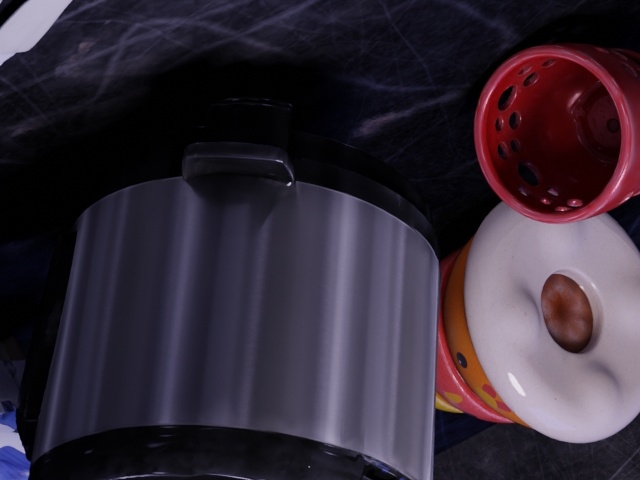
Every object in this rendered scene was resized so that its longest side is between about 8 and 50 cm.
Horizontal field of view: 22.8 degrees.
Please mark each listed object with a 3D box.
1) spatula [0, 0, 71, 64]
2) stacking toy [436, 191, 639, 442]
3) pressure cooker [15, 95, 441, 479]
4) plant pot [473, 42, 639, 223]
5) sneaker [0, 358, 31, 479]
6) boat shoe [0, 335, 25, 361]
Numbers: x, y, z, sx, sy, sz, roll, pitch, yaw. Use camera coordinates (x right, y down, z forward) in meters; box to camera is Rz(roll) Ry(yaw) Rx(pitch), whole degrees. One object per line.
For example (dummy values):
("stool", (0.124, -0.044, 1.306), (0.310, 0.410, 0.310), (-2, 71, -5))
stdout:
("spatula", (-0.303, -0.123, 1.182), (0.242, 0.019, 0.168), (-39, 164, 36))
("stacking toy", (0.219, 0.147, 2.288), (0.351, 0.350, 0.480), (-12, 173, -38))
("pressure cooker", (-0.067, 0.089, 1.485), (0.375, 0.420, 0.370), (25, 147, -34))
("plant pot", (0.289, -0.124, 1.718), (0.174, 0.191, 0.191), (-16, 161, -50))
("sneaker", (-0.367, 0.207, 1.669), (0.316, 0.127, 0.182), (10, 126, -36))
("boat shoe", (-0.382, 0.202, 1.855), (0.092, 0.102, 0.285), (-15, 156, -16))
